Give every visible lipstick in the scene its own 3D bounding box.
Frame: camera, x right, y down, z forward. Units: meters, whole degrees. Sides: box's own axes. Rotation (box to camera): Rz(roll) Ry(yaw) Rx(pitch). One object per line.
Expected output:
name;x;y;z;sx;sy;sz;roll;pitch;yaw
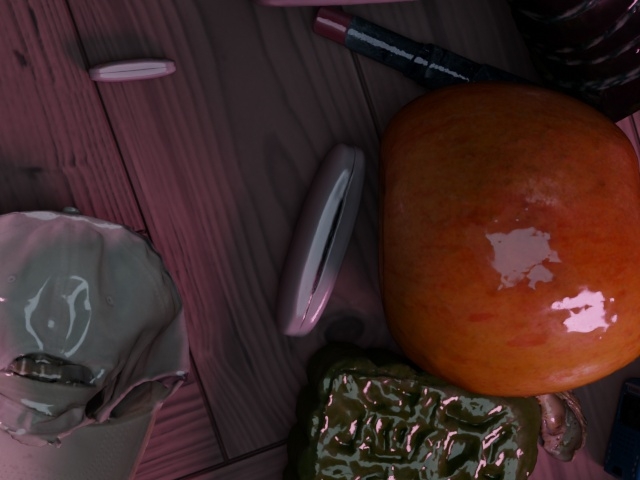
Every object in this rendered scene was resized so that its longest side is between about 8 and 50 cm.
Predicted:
lipstick;0.100;-0.171;1.764;0.234;0.053;0.053;21;94;-10

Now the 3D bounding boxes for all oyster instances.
oyster;0.239;0.181;1.859;0.081;0.038;0.083;21;125;12

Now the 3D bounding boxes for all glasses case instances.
glasses case;0.000;0.000;1.760;0.049;0.076;0.197;17;95;-13
glasses case;-0.180;-0.163;1.727;0.083;0.032;0.021;-6;96;-7

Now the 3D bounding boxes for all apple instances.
apple;0.186;-0.001;1.679;0.275;0.299;0.299;-3;99;5

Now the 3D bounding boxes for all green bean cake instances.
green bean cake;0.092;0.225;1.784;0.248;0.125;0.222;9;97;-11

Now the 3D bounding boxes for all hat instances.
hat;-0.259;0.129;1.718;0.258;0.168;0.301;12;122;-4

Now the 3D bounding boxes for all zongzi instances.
zongzi;0.252;-0.244;1.613;0.319;0.362;0.383;-35;109;25

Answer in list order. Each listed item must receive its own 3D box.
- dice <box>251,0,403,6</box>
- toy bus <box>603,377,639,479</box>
dice;0.021;-0.313;1.658;0.192;0.194;0.193;-5;98;-7
toy bus;0.425;0.216;1.845;0.246;0.113;0.134;9;91;-9
